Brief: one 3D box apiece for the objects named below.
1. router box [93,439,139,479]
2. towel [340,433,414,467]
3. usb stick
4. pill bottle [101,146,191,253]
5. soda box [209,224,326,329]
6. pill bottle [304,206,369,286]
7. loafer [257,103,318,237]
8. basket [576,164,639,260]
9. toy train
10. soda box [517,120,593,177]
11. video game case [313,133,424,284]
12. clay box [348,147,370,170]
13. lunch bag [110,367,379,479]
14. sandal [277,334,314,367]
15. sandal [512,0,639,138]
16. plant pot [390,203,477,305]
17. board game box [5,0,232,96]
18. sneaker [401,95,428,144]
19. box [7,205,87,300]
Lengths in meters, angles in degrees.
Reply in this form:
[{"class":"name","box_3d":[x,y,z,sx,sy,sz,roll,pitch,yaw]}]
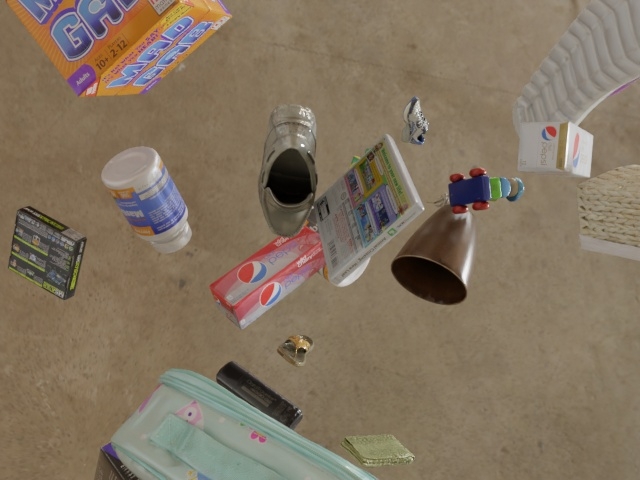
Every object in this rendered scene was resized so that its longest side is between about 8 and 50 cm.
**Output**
[{"class":"router box","box_3d":[-0.211,0.401,0.849,0.081,0.309,0.243,-31,73,-36]},{"class":"towel","box_3d":[0.129,0.479,1.408,0.148,0.110,0.027,4,102,-28]},{"class":"usb stick","box_3d":[-0.167,0.413,1.651,0.278,0.045,0.077,27,55,31]},{"class":"pill bottle","box_3d":[-0.438,-0.095,1.608,0.152,0.272,0.152,-10,44,10]},{"class":"soda box","box_3d":[-0.107,0.073,1.356,0.263,0.083,0.092,-37,48,-25]},{"class":"pill bottle","box_3d":[0.000,0.000,1.798,0.162,0.162,0.278,-35,53,-27]},{"class":"loafer","box_3d":[-0.061,-0.097,1.105,0.112,0.319,0.111,2,54,-1]},{"class":"basket","box_3d":[0.452,-0.041,0.860,0.113,0.167,0.103,-21,104,-15]},{"class":"toy train","box_3d":[0.407,-0.125,1.641,0.143,0.248,0.105,-4,88,-22]},{"class":"soda box","box_3d":[0.368,-0.137,0.959,0.216,0.069,0.074,-5,99,-57]},{"class":"video game case","box_3d":[0.071,-0.057,1.039,0.023,0.193,0.212,32,27,-31]},{"class":"clay box","box_3d":[0.122,-0.132,1.683,0.127,0.222,0.053,30,19,35]},{"class":"lunch bag","box_3d":[-0.039,0.229,0.535,0.279,0.224,0.108,16,52,34]},{"class":"sandal","box_3d":[-0.050,0.244,1.436,0.072,0.180,0.049,30,103,9]},{"class":"sandal","box_3d":[0.496,-0.320,1.066,0.102,0.416,0.169,-8,69,-34]},{"class":"plant pot","box_3d":[0.334,0.021,1.679,0.215,0.215,0.230,34,62,-6]},{"class":"board game box","box_3d":[-0.518,-0.624,1.594,0.356,0.356,0.356,53,18,-5]},{"class":"sneaker","box_3d":[0.229,-0.279,1.452,0.058,0.135,0.052,27,60,24]},{"class":"box","box_3d":[-0.702,0.033,1.586,0.190,0.184,0.045,26,27,10]}]
